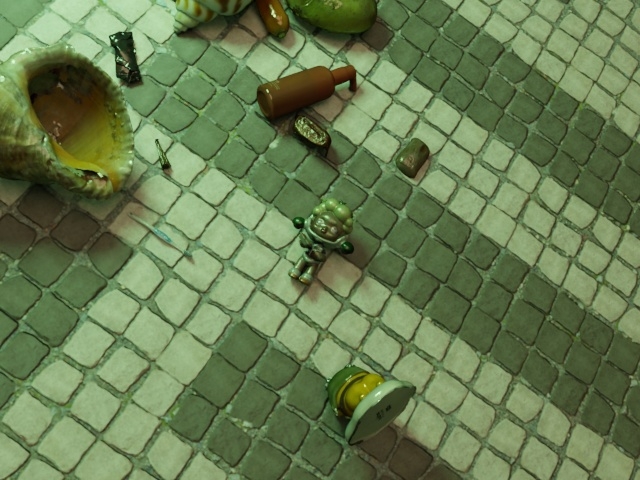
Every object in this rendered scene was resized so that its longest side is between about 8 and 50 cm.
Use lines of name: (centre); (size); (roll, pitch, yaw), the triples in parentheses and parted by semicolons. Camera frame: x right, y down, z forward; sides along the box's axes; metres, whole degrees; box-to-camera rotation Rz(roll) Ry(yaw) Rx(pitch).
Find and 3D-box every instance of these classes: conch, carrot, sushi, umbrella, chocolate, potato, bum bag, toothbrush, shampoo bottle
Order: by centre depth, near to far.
conch: (-0.537, -0.226, 1.309); (0.352, 0.210, 0.297); (44, 74, -28)
toothbrush: (-0.333, -0.012, 1.385); (0.162, 0.017, 0.014); (34, 63, 2)
umbrella: (-0.340, -0.183, 1.431); (0.020, 0.031, 0.083); (-22, 75, 13)
bum bag: (-0.431, -0.407, 1.472); (0.058, 0.034, 0.124); (-7, 75, -26)
sushi: (-0.020, -0.245, 1.518); (0.120, 0.055, 0.052); (35, 78, 10)
conch: (-0.233, -0.583, 1.520); (0.275, 0.183, 0.148); (-24, 97, 1)
shampoo bottle: (-0.025, -0.352, 1.536); (0.244, 0.085, 0.085); (-22, 79, -21)
chocolate: (0.225, -0.200, 1.578); (0.064, 0.031, 0.100); (41, 66, -4)
carrot: (-0.132, -0.602, 1.602); (0.066, 0.062, 0.271); (-23, 73, 14)
potato: (0.025, -0.571, 1.603); (0.251, 0.113, 0.149); (14, 59, -25)

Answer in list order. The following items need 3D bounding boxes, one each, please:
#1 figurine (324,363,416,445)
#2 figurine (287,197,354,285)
figurine: (0.081, 0.287, 1.297); (0.167, 0.250, 0.141); (-32, 64, -18)
figurine: (0.000, -0.001, 1.423); (0.147, 0.093, 0.197); (28, 69, 7)
